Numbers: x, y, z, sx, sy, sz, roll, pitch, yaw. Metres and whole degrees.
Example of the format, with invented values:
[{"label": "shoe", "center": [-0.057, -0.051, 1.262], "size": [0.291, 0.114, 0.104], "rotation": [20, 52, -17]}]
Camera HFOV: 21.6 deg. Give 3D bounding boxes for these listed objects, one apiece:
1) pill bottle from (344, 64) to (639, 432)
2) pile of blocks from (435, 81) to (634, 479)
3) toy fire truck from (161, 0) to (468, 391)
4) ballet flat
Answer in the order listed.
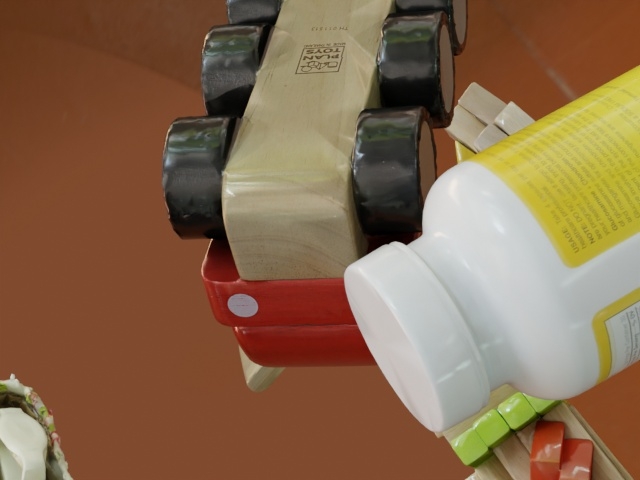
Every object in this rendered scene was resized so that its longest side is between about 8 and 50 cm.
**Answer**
[{"label": "pill bottle", "center": [0.106, -0.001, 0.666], "size": [0.184, 0.103, 0.103], "rotation": [-28, 84, -12]}, {"label": "pile of blocks", "center": [0.124, 0.057, 1.205], "size": [0.149, 0.112, 0.362], "rotation": [-14, 76, 11]}, {"label": "toy fire truck", "center": [0.000, 0.000, 0.867], "size": [0.159, 0.246, 0.217], "rotation": [-3, 39, 13]}, {"label": "ballet flat", "center": [-0.182, 0.177, 1.043], "size": [0.091, 0.077, 0.241], "rotation": [-3, 38, -29]}]
